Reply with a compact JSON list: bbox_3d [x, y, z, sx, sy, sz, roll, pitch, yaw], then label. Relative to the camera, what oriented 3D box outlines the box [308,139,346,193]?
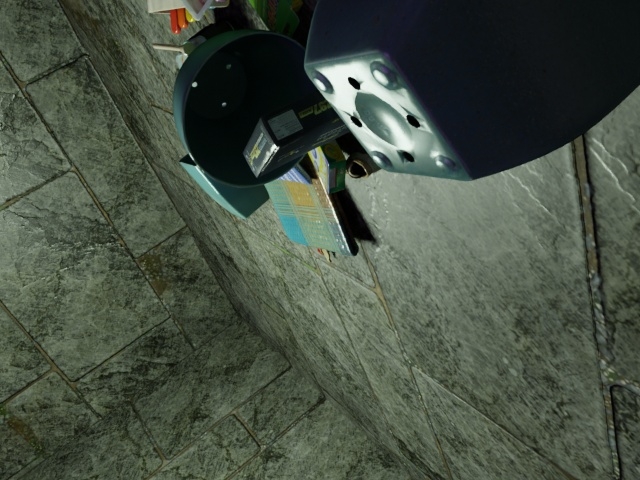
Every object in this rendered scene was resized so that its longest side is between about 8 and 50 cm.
[{"bbox_3d":[0.001,-0.198,1.234,0.105,0.043,0.179,88,161,-58],"label":"box"}]

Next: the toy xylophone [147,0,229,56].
[{"bbox_3d":[-0.302,-0.527,1.280,0.323,0.081,0.236,35,128,47],"label":"toy xylophone"}]

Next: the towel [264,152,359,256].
[{"bbox_3d":[-0.041,-0.099,1.531,0.370,0.040,0.271,12,128,62],"label":"towel"}]

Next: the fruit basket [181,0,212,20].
[{"bbox_3d":[-0.204,-0.576,0.894,0.327,0.165,0.353,55,138,1],"label":"fruit basket"}]

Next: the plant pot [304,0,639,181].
[{"bbox_3d":[0.135,-0.196,0.562,0.248,0.252,0.247,47,166,-28],"label":"plant pot"}]

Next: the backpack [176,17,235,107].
[{"bbox_3d":[-0.232,-0.391,1.371,0.188,0.144,0.166,54,160,-26],"label":"backpack"}]

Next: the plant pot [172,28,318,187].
[{"bbox_3d":[-0.165,-0.275,1.145,0.195,0.290,0.290,41,157,44],"label":"plant pot"}]

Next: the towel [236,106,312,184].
[{"bbox_3d":[-0.176,-0.226,1.456,0.243,0.040,0.336,45,166,-27],"label":"towel"}]

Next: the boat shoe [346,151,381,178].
[{"bbox_3d":[0.075,-0.148,1.189,0.050,0.045,0.135,59,161,-12],"label":"boat shoe"}]

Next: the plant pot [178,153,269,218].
[{"bbox_3d":[-0.270,-0.191,1.785,0.234,0.165,0.166,55,163,-27],"label":"plant pot"}]

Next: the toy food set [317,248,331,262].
[{"bbox_3d":[0.000,0.000,1.662,0.078,0.019,0.122,37,154,42],"label":"toy food set"}]

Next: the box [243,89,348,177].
[{"bbox_3d":[-0.008,-0.201,1.007,0.059,0.233,0.183,61,161,0],"label":"box"}]

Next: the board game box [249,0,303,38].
[{"bbox_3d":[-0.117,-0.487,1.087,0.259,0.039,0.124,58,162,-1],"label":"board game box"}]
